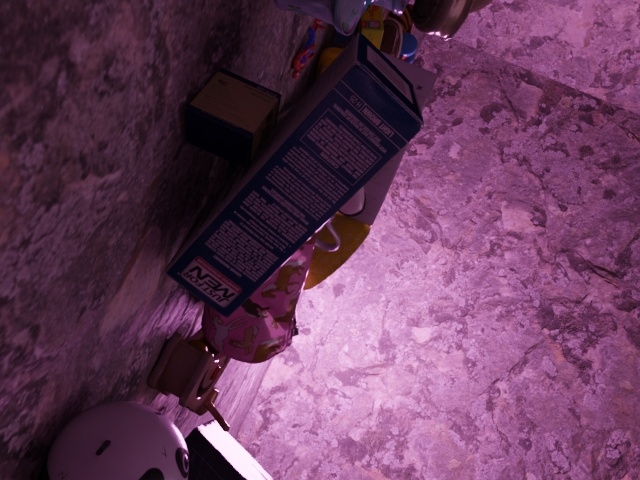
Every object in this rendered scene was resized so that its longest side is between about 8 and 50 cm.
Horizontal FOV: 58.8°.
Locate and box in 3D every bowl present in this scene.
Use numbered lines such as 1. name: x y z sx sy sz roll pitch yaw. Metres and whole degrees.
1. bowl: 0.000 0.000 1.768 0.289 0.156 0.289 -42 -172 7

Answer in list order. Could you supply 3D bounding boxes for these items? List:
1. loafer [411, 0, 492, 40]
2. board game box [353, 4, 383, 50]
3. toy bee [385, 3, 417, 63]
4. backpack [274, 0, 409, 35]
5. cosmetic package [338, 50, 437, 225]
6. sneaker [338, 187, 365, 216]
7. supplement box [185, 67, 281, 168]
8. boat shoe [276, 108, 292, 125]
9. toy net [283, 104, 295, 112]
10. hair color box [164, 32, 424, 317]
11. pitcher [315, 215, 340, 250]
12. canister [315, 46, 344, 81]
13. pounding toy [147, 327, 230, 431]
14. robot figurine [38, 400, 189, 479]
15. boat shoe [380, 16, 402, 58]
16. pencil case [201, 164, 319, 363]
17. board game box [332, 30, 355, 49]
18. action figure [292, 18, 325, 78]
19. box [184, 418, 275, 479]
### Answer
1. loafer: 0.178 -0.321 0.690 0.102 0.092 0.269 119 -6 -47
2. board game box: 0.091 -0.389 1.154 0.181 0.043 0.092 98 -8 -62
3. toy bee: 0.217 -0.580 1.743 0.195 0.162 0.299 86 3 -62
4. backpack: 0.047 -0.376 0.668 0.254 0.191 0.225 -58 173 -23
5. cosmetic package: 0.133 -0.286 1.618 0.162 0.229 0.454 -61 174 -47
6. sneaker: 0.035 -0.191 1.296 0.145 0.090 0.270 36 41 -81
7. supplement box: -0.103 -0.145 0.674 0.056 0.083 0.083 110 6 -55
8. boat shoe: -0.058 -0.096 1.041 0.113 0.103 0.302 -19 147 -30
9. toy net: -0.080 -0.151 1.092 0.122 0.045 0.232 -60 172 -49
10. hair color box: -0.035 -0.079 0.710 0.347 0.105 0.174 -43 -163 24
11. pitcher: -0.024 -0.049 1.387 0.207 0.177 0.126 108 -9 -54
12. canister: 0.021 -0.274 1.127 0.126 0.073 0.170 105 -7 -63
13. pounding toy: -0.201 0.251 1.068 0.154 0.154 0.269 -59 173 -20
14. robot figurine: -0.265 0.336 0.702 0.278 0.173 0.209 -67 -154 16
15. boat shoe: 0.162 -0.511 1.646 0.095 0.095 0.258 -51 166 -47
16. pencil case: -0.089 0.016 0.949 0.167 0.160 0.386 -5 124 -35
17. board game box: 0.066 -0.440 1.285 0.212 0.039 0.160 106 10 -57
18. action figure: -0.022 -0.330 0.983 0.115 0.030 0.038 -63 179 -9
19. box: -0.204 0.574 1.049 0.312 0.343 0.179 -47 171 -8
